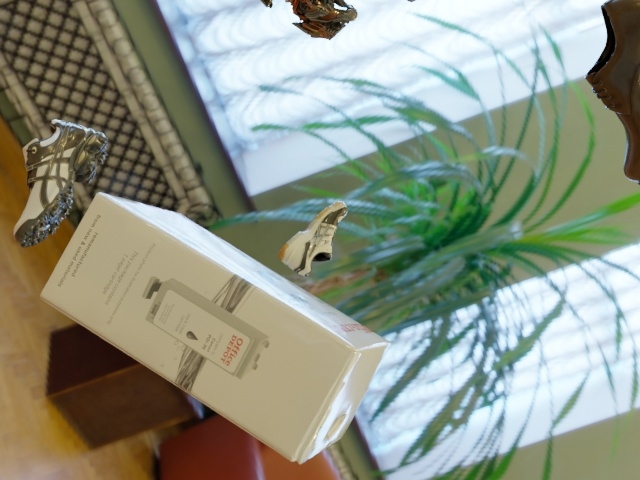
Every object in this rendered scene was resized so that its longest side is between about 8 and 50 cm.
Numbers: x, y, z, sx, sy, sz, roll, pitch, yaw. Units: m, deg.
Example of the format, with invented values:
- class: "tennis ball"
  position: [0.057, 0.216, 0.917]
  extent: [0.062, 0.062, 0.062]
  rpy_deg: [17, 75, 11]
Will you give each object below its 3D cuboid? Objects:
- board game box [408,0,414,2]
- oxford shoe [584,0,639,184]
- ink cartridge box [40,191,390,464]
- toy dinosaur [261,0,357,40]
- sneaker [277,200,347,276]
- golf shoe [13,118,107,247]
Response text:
- class: "board game box"
  position: [0.203, -0.464, 1.512]
  extent: [0.033, 0.169, 0.133]
  rpy_deg: [59, -10, 37]
- class: "oxford shoe"
  position: [0.354, -0.173, 1.050]
  extent: [0.083, 0.096, 0.227]
  rpy_deg: [-74, 157, -73]
- class: "ink cartridge box"
  position: [-0.088, 0.079, 0.878]
  extent: [0.283, 0.117, 0.207]
  rpy_deg: [30, 3, 13]
- class: "toy dinosaur"
  position: [-0.061, -0.404, 1.134]
  extent: [0.322, 0.218, 0.164]
  rpy_deg: [34, 54, -25]
- class: "sneaker"
  position: [0.000, 0.000, 0.800]
  extent: [0.037, 0.083, 0.032]
  rpy_deg: [44, -27, 4]
- class: "golf shoe"
  position: [-0.366, -0.079, 1.202]
  extent: [0.198, 0.094, 0.077]
  rpy_deg: [-65, -174, -35]
